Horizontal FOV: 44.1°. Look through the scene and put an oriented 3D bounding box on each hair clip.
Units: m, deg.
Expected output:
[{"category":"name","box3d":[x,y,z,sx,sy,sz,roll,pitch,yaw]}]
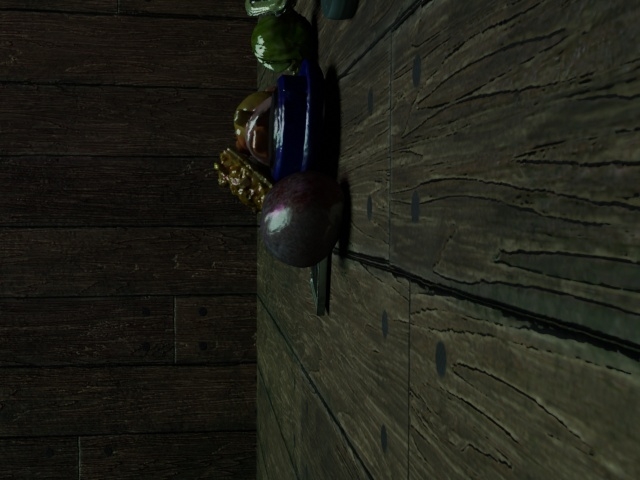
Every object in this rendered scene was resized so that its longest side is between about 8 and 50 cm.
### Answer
[{"category":"hair clip","box3d":[-0.072,-0.614,1.684,0.091,0.138,0.321,23,-107,-57]}]

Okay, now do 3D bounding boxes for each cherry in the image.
[{"category":"cherry","box3d":[-0.030,-0.038,1.347,0.176,0.140,0.176,-166,90,-80]}]

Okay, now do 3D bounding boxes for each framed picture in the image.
[{"category":"framed picture","box3d":[0.000,0.000,1.565,0.189,0.023,0.259,-108,20,-73]}]

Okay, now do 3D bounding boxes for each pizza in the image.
[{"category":"pizza","box3d":[-0.140,-0.101,1.938,0.087,0.268,0.258,-50,-6,-4]}]

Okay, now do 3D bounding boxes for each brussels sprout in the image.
[{"category":"brussels sprout","box3d":[-0.077,-0.432,1.692,0.100,0.139,0.180,128,145,-65]}]

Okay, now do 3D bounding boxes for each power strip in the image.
[{"category":"power strip","box3d":[0.027,-0.457,1.288,0.137,0.044,0.215,122,146,-76]}]

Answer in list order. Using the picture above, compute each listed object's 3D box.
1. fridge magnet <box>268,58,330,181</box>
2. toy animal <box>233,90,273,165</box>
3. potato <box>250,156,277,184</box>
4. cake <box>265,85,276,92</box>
[{"category":"fridge magnet","box3d":[-0.040,-0.210,1.499,0.265,0.113,0.265,-177,90,-83]},{"category":"toy animal","box3d":[-0.120,-0.264,1.824,0.169,0.195,0.281,-59,26,1]},{"category":"potato","box3d":[-0.098,-0.163,2.085,0.120,0.100,0.261,-53,-26,-24]},{"category":"cake","box3d":[-0.097,-0.288,1.990,0.109,0.090,0.225,111,156,-53]}]
